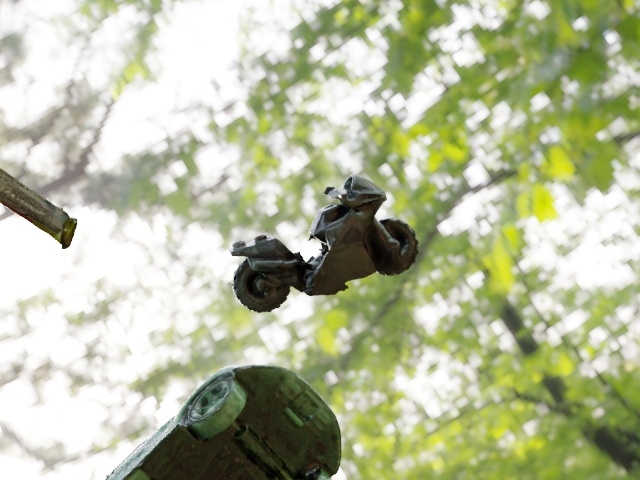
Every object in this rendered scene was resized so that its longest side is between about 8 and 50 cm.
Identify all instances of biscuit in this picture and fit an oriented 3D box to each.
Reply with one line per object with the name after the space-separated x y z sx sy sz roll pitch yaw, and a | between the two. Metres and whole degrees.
-0.414 -0.080 2.018 0.292 0.048 0.026 37 -35 -31 | biscuit

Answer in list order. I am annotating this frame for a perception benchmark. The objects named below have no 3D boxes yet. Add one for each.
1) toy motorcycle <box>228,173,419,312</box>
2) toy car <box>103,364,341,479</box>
0.000 0.000 2.293 0.270 0.159 0.106 -14 9 -7 | toy motorcycle
-0.123 0.227 1.378 0.306 0.125 0.136 -46 -69 -7 | toy car
